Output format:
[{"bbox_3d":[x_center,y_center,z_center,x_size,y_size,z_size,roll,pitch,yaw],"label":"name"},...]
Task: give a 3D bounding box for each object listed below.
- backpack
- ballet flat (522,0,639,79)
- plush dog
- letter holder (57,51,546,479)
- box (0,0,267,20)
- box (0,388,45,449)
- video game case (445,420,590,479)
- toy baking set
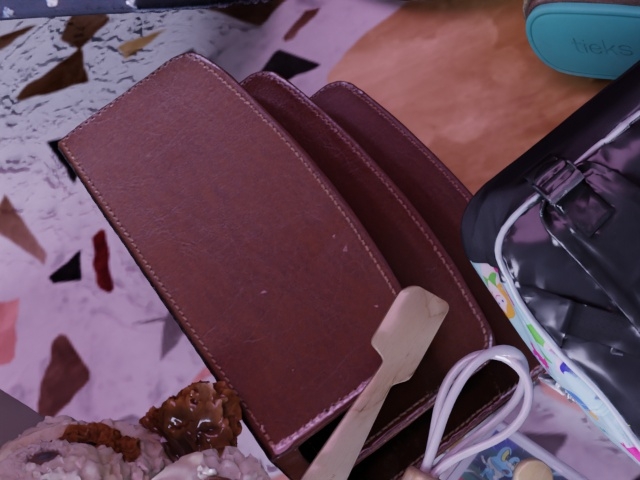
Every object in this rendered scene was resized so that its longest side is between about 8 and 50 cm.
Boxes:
[{"bbox_3d":[0.228,0.023,0.917,0.225,0.191,0.253,-40,97,0],"label":"backpack"},{"bbox_3d":[0.299,-0.147,1.017,0.349,0.123,0.123,17,72,37],"label":"ballet flat"},{"bbox_3d":[-0.137,0.190,0.899,0.263,0.210,0.225,-16,36,2],"label":"plush dog"},{"bbox_3d":[0.000,0.000,1.057,0.214,0.152,0.302,-37,57,-1],"label":"letter holder"},{"bbox_3d":[-0.308,-0.400,1.168,0.472,0.297,0.479,-1,101,18],"label":"box"},{"bbox_3d":[-0.224,0.259,1.034,0.148,0.121,0.311,-31,58,5],"label":"box"},{"bbox_3d":[0.132,0.236,0.962,0.201,0.023,0.183,34,81,32],"label":"video game case"},{"bbox_3d":[0.065,0.165,0.921,0.197,0.030,0.256,-31,96,-5],"label":"toy baking set"}]
